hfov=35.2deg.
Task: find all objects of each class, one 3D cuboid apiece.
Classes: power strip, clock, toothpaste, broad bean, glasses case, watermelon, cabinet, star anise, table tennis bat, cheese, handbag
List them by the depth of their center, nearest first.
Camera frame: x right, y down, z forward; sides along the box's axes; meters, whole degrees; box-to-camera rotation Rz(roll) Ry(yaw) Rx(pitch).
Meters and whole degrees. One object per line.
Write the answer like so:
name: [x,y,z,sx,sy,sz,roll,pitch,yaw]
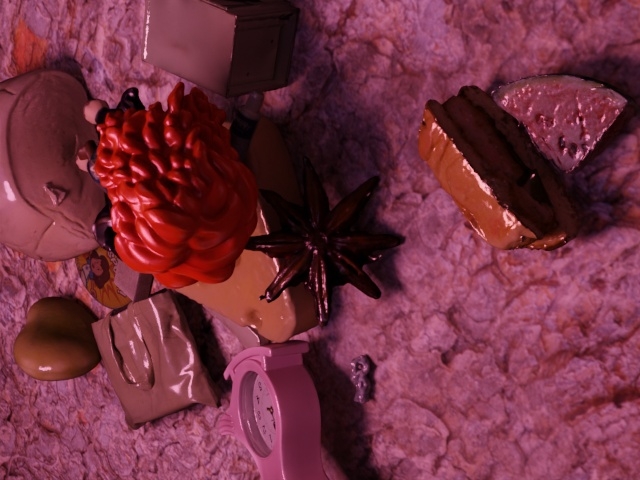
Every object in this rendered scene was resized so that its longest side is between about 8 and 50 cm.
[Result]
watermelon: [0.323,-0.157,1.323,0.187,0.071,0.139,10,117,31]
star anise: [0.000,0.000,1.618,0.272,0.102,0.271,0,88,3]
toothpaste: [-0.137,-0.147,1.619,0.062,0.037,0.216,40,123,20]
cabinet: [-0.165,-0.340,1.642,0.206,0.145,0.150,28,121,32]
clock: [-0.093,0.329,1.781,0.290,0.080,0.275,-30,69,60]
cheese: [-0.171,-0.003,1.785,0.384,0.104,0.383,14,112,37]
glasses case: [-0.319,0.006,1.812,0.071,0.047,0.204,37,122,35]
power strip: [-0.164,0.142,1.875,0.191,0.030,0.047,41,129,24]
handbag: [-0.334,0.239,2.008,0.316,0.109,0.253,-23,89,48]
table tennis bat: [-0.404,0.034,2.052,0.329,0.044,0.215,-7,97,45]
broad bean: [-0.548,0.222,2.128,0.263,0.189,0.121,-112,29,-60]

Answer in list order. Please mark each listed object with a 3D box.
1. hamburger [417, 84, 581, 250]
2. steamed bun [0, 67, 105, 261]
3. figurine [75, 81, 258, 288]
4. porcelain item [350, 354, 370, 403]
hamburger: [0.242,-0.082,1.391,0.262,0.124,0.131,56,151,19]
steamed bun: [-0.584,-0.142,2.001,0.247,0.236,0.383,-11,89,46]
figurine: [-0.267,-0.087,1.593,0.412,0.241,0.306,7,86,51]
porcelain item: [0.068,0.232,1.701,0.036,0.028,0.083,6,107,23]
